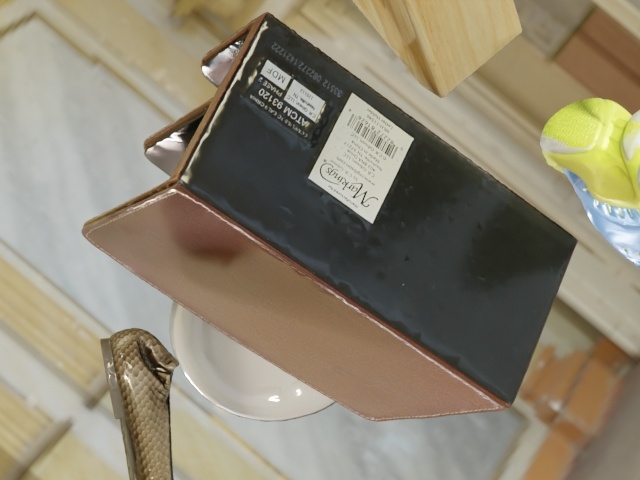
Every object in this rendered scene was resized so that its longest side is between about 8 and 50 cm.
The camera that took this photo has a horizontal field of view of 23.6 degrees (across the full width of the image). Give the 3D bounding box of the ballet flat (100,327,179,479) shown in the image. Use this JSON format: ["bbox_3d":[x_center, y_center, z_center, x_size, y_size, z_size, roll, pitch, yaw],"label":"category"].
[{"bbox_3d":[-0.122,0.187,1.206,0.058,0.250,0.084,-13,12,-8],"label":"ballet flat"}]

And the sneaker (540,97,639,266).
[{"bbox_3d":[0.268,-0.034,1.138,0.091,0.126,0.240,-38,29,-12],"label":"sneaker"}]

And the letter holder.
[{"bbox_3d":[0.000,0.000,1.169,0.214,0.302,0.152,-21,39,59],"label":"letter holder"}]

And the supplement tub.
[{"bbox_3d":[-0.040,0.028,1.540,0.193,0.193,0.316,-51,13,20],"label":"supplement tub"}]

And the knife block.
[{"bbox_3d":[0.055,-0.245,1.055,0.088,0.276,0.242,-40,4,-10],"label":"knife block"}]
